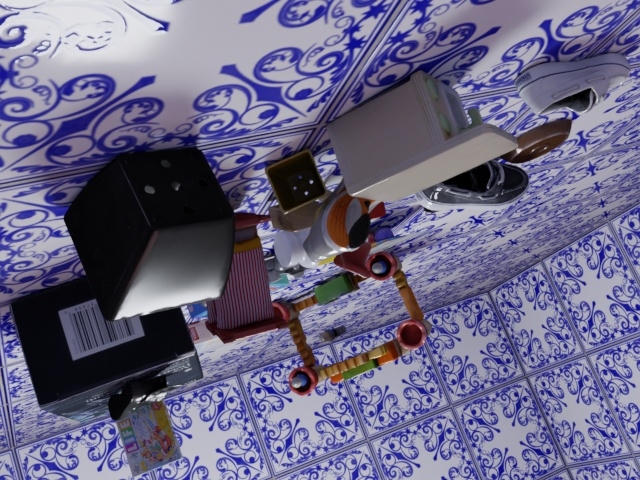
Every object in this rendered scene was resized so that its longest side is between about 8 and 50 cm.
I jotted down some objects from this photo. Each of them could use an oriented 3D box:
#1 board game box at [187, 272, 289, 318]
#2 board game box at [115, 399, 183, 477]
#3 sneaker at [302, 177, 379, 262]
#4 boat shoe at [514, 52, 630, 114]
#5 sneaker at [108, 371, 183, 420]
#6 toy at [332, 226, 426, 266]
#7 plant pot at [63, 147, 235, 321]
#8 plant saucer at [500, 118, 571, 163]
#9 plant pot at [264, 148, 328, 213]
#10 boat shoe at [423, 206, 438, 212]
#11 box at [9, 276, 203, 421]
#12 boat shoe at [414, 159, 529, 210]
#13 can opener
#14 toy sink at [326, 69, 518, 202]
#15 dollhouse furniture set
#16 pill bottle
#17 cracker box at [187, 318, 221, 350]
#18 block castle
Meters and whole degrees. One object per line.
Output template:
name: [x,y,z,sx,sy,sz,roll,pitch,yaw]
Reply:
board game box: [-0.205,0.132,1.896,0.210,0.047,0.160,-29,164,26]
board game box: [-0.355,0.392,1.556,0.104,0.154,0.026,-21,166,-4]
sneaker: [0.045,-0.065,1.289,0.121,0.099,0.262,-32,-164,46]
boat shoe: [0.447,-0.260,1.317,0.258,0.084,0.095,-14,164,-26]
sneaker: [-0.334,0.294,1.435,0.089,0.051,0.170,-5,155,-37]
toy: [0.137,0.003,1.907,0.137,0.056,0.237,-16,170,-36]
plant pot: [-0.222,-0.025,1.053,0.188,0.188,0.167,-10,149,-37]
plant saucer: [0.475,-0.210,1.663,0.169,0.029,0.168,-21,165,-6]
plant pot: [-0.034,-0.095,1.251,0.081,0.081,0.083,-23,178,6]
boat shoe: [0.266,-0.090,1.747,0.049,0.056,0.152,-26,166,-3]
box: [-0.417,0.215,1.561,0.294,0.211,0.395,-19,167,-11]
boat shoe: [0.346,-0.131,1.630,0.301,0.108,0.102,-4,158,-28]
can opener: [-0.149,0.064,1.728,0.284,0.076,0.095,-16,133,-18]
toy sink: [0.154,-0.164,1.156,0.234,0.131,0.153,-24,167,29]
dollhouse furniture set: [-0.036,0.027,1.353,0.374,0.201,0.152,-15,-170,-22]
pill bottle: [0.000,0.000,1.593,0.184,0.103,0.103,-13,164,-30]
cracker box: [-0.299,0.270,2.234,0.232,0.067,0.156,-14,164,-30]
block castle: [0.073,0.248,2.228,0.453,0.303,0.213,-26,172,19]
